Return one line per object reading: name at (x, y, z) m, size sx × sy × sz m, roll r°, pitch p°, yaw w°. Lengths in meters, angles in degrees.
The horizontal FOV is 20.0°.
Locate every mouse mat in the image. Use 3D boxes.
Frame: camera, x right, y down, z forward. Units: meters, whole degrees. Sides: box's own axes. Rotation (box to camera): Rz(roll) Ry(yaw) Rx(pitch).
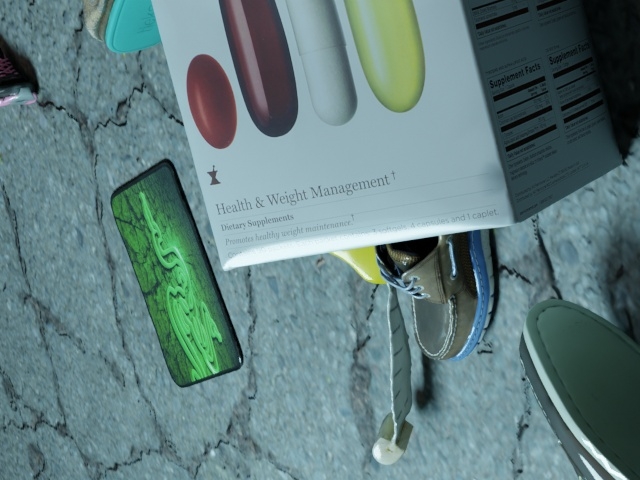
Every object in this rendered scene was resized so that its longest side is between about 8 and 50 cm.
mouse mat at (-0.129, 0.033, 1.588) m, size 0.152 × 0.007 × 0.190 m, roll -25°, pitch 86°, yaw 61°

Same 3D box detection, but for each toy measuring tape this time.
toy measuring tape at (0.000, 0.000, 1.228) m, size 0.121 × 0.121 × 0.330 m, roll 30°, pitch 132°, yaw 50°

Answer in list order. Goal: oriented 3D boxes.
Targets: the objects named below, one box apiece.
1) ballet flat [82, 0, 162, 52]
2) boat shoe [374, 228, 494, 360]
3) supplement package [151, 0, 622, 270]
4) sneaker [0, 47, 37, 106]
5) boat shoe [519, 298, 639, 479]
ballet flat at (-0.121, -0.249, 1.314) m, size 0.316 × 0.107 × 0.106 m, roll -45°, pitch 60°, yaw 57°
boat shoe at (0.069, 0.002, 1.167) m, size 0.066 × 0.066 × 0.183 m, roll 37°, pitch 136°, yaw 47°
supplement package at (0.033, -0.109, 1.012) m, size 0.194 × 0.149 × 0.203 m, roll -10°, pitch 99°, yaw 33°
sneaker at (-0.311, -0.159, 1.753) m, size 0.119 × 0.047 × 0.057 m, roll 14°, pitch 107°, yaw 55°
boat shoe at (0.182, 0.135, 1.037) m, size 0.228 × 0.081 × 0.069 m, roll 53°, pitch 143°, yaw 24°
